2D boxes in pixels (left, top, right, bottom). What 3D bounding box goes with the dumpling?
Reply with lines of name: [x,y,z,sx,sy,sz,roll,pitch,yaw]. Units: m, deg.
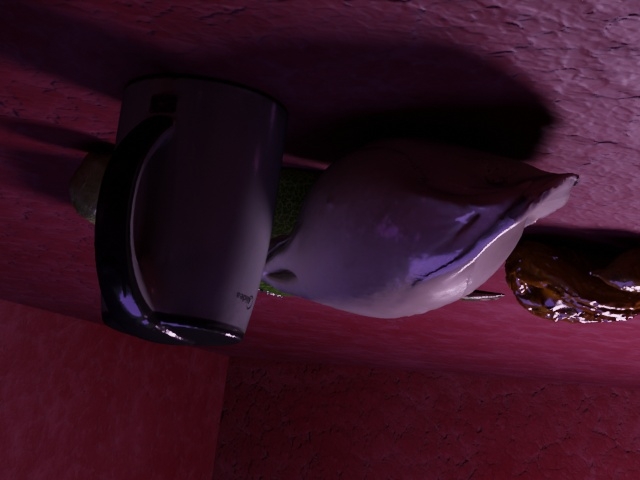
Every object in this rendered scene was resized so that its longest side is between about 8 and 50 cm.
dumpling: [0.108,-0.021,1.059,0.260,0.181,0.341,-11,155,-47]

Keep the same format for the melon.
melon: [0.000,0.000,1.294,0.169,0.129,0.265,-6,162,39]

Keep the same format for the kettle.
kettle: [-0.135,-0.024,0.970,0.161,0.236,0.221,4,168,20]

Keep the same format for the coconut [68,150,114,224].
coconut: [-0.247,-0.065,1.234,0.088,0.096,0.088,44,-177,-3]

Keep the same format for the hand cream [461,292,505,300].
hand cream: [0.243,0.099,1.877,0.165,0.037,0.057,3,170,-8]

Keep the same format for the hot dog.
hot dog: [0.360,0.060,1.434,0.227,0.099,0.160,7,171,-11]

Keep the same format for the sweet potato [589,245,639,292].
sweet potato: [0.455,0.040,1.362,0.226,0.068,0.068,3,171,-25]
